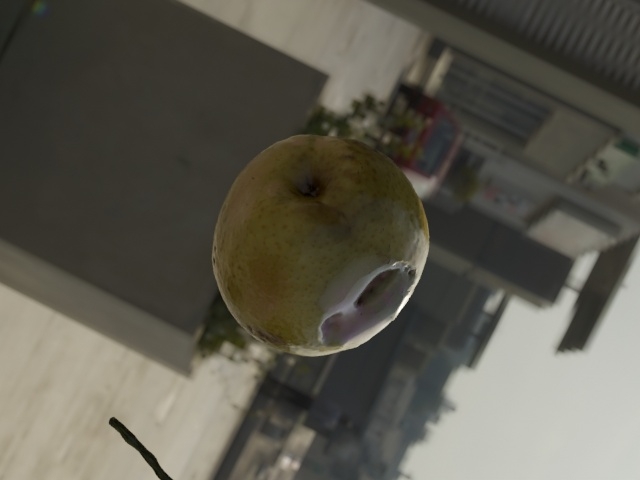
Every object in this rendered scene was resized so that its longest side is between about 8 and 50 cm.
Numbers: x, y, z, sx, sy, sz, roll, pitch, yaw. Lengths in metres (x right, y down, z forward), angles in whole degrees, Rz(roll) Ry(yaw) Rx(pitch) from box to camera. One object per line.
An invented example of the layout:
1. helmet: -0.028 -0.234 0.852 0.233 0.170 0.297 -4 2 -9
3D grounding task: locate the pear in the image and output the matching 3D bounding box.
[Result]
1. pear: 0.000 0.000 1.250 0.178 0.178 0.178 -63 178 -5

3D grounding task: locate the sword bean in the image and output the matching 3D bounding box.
1. sword bean: -0.162 0.191 1.485 0.012 0.083 0.012 -42 180 0
